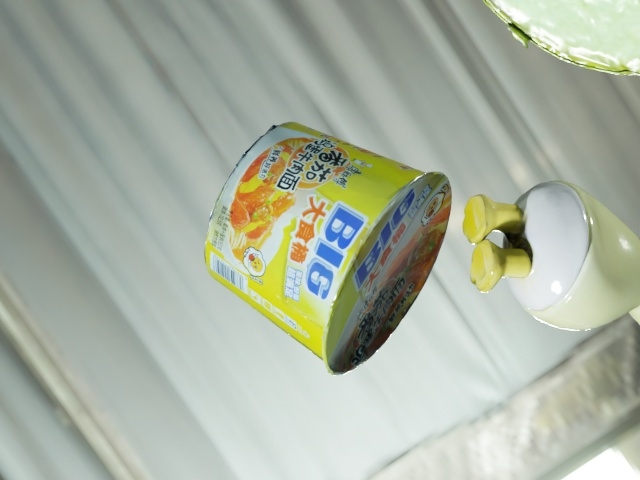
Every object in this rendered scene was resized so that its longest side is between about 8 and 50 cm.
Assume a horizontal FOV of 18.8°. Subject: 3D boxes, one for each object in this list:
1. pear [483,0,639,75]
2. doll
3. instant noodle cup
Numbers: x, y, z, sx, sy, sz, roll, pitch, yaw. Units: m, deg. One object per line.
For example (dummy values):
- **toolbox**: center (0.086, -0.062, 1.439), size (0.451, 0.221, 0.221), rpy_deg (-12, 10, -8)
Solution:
- **pear**: center (0.267, -0.228, 1.390), size (0.288, 0.139, 0.239), rpy_deg (-1, -141, 32)
- **doll**: center (0.262, 0.030, 1.772), size (0.117, 0.296, 0.141), rpy_deg (-41, -138, 34)
- **instant noodle cup**: center (0.000, 0.000, 1.686), size (0.205, 0.153, 0.205), rpy_deg (-49, 154, -33)
